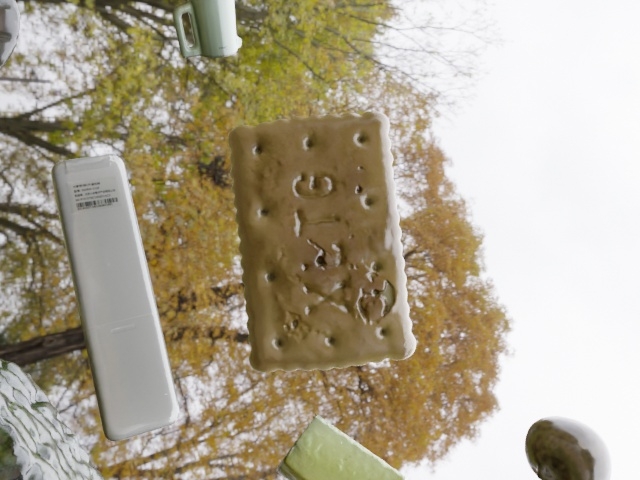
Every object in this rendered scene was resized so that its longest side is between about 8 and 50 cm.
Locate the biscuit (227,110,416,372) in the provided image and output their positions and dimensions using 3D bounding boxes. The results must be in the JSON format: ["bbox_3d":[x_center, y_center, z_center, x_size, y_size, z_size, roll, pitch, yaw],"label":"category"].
[{"bbox_3d":[0.000,0.000,0.752,0.044,0.217,0.325,102,-17,-85],"label":"biscuit"}]

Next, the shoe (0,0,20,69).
[{"bbox_3d":[-0.325,-0.082,0.397,0.109,0.293,0.149,53,-6,-29],"label":"shoe"}]

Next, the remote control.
[{"bbox_3d":[-0.190,0.046,0.545,0.029,0.067,0.261,144,-68,-66],"label":"remote control"}]

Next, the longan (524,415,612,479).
[{"bbox_3d":[0.312,0.276,0.753,0.113,0.113,0.092,57,-40,30],"label":"longan"}]

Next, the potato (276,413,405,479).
[{"bbox_3d":[0.019,0.269,0.689,0.120,0.081,0.149,35,-15,10],"label":"potato"}]

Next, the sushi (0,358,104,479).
[{"bbox_3d":[-0.397,0.296,0.609,0.352,0.294,0.178,60,-13,-7],"label":"sushi"}]

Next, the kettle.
[{"bbox_3d":[-0.237,-0.472,1.269,0.098,0.127,0.148,22,-46,26],"label":"kettle"}]
